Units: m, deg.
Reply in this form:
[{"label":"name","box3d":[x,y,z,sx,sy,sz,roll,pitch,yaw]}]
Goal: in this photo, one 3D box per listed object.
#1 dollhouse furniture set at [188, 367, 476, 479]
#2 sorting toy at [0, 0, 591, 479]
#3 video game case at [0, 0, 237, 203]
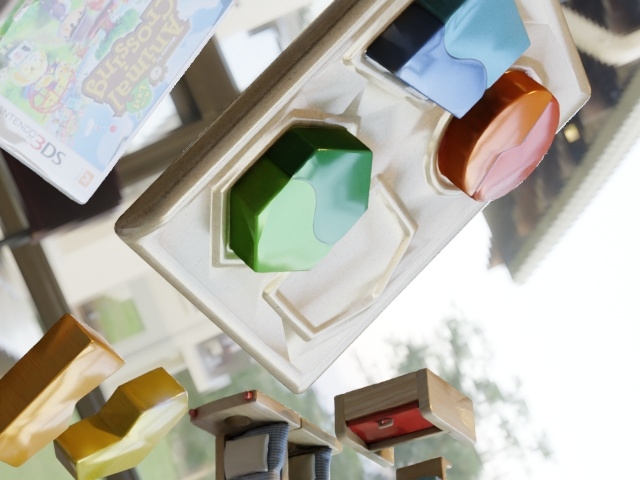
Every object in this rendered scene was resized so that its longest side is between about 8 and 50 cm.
[{"label":"dollhouse furniture set","box3d":[0.009,0.180,1.108,0.129,0.183,0.129,37,41,-47]},{"label":"sorting toy","box3d":[0.000,0.000,0.645,0.041,0.307,0.229,42,-4,27]},{"label":"video game case","box3d":[-0.171,-0.150,1.115,0.023,0.212,0.193,34,-5,32]}]
